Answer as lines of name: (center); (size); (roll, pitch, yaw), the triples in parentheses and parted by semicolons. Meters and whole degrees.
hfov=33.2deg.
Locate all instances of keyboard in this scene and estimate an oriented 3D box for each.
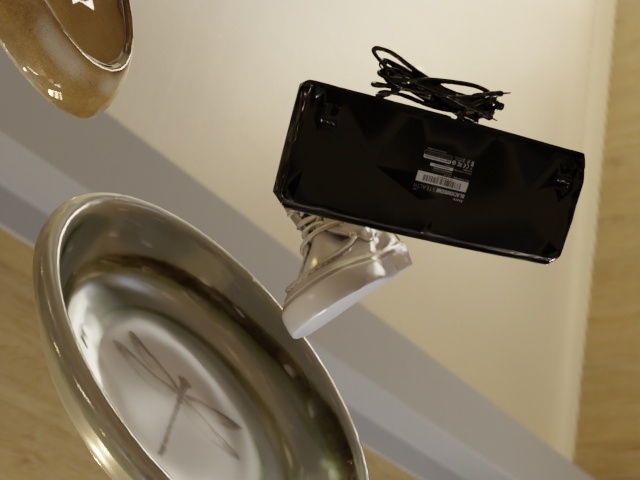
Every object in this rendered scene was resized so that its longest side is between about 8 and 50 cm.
keyboard: (0.068, -0.051, 0.629); (0.192, 0.038, 0.100); (12, -78, -23)

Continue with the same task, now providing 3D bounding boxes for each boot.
boot: (0.000, 0.000, 0.916); (0.123, 0.095, 0.258); (56, -167, 4)

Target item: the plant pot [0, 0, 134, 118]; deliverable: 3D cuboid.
plant pot: (-0.188, -0.203, 0.753); (0.236, 0.032, 0.236); (-16, -90, -77)

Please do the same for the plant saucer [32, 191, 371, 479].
plant saucer: (-0.118, 0.140, 0.963); (0.400, 0.100, 0.400); (43, -162, -18)
